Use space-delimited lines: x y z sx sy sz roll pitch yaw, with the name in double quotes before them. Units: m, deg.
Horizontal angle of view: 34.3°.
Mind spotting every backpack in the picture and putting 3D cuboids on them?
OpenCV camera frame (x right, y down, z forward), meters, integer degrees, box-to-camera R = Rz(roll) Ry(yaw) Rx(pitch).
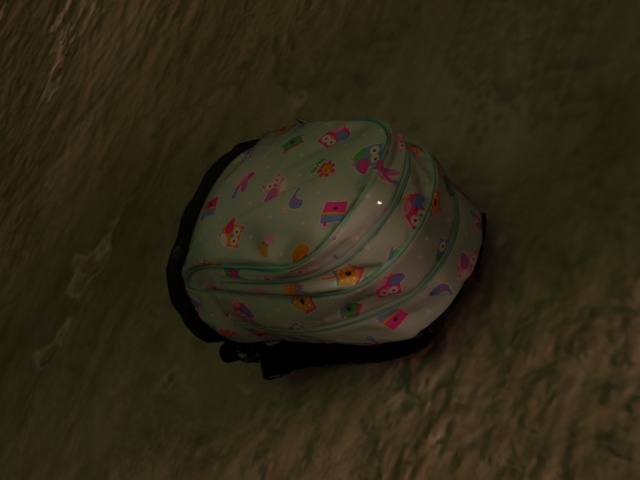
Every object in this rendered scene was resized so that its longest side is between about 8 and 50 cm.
"backpack" 0.000 0.000 0.597 0.182 0.115 0.152 1 63 46
